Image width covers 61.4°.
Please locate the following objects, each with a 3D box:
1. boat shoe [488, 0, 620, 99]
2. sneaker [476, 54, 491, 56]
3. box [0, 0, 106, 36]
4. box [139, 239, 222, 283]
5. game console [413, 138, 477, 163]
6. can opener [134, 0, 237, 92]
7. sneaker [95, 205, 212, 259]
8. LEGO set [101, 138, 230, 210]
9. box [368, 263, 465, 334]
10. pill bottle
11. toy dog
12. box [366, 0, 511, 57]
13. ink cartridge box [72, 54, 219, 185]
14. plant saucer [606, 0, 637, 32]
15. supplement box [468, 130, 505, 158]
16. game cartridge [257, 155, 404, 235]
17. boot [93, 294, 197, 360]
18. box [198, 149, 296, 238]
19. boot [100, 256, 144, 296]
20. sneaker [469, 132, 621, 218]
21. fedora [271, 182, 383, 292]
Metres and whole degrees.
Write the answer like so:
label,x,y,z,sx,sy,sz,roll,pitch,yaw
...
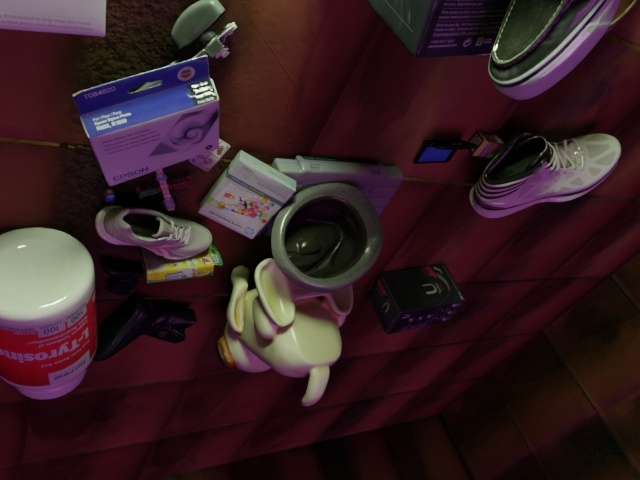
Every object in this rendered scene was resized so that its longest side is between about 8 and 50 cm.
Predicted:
label,x,y,z,sx,sy,sz,roll,pitch,yaw
boat shoe,0.273,-0.318,0.574,0.119,0.121,0.335,12,120,-34
sneaker,0.401,-0.454,1.080,0.278,0.107,0.118,-20,137,-12
box,-0.370,-0.375,0.680,0.180,0.119,0.182,-5,141,-27
box,-0.331,0.042,1.282,0.179,0.105,0.043,-7,136,-25
game console,0.317,-0.219,1.372,0.122,0.107,0.071,-7,114,-26
can opener,-0.257,-0.294,0.922,0.280,0.074,0.093,-37,110,15
sneaker,-0.338,-0.015,1.166,0.262,0.099,0.121,10,171,-42
LEGO set,-0.329,-0.156,1.089,0.244,0.060,0.182,-45,134,19
box,0.329,0.198,1.857,0.270,0.165,0.143,-7,143,-25
pill bottle,-0.613,0.182,1.185,0.228,0.229,0.408,-7,142,-25
toy dog,-0.110,0.238,1.464,0.284,0.396,0.408,-16,174,-38
box,0.159,-0.467,0.689,0.178,0.343,0.313,-10,142,-22
ink cartridge box,-0.281,-0.196,0.922,0.223,0.045,0.224,-23,162,-17
plant saucer,0.543,-0.525,1.023,0.310,0.050,0.311,-16,127,-23
supplement box,0.435,-0.252,1.423,0.083,0.043,0.055,3,138,-34
game cartridge,0.015,-0.105,1.346,0.354,0.068,0.230,-1,136,-31
boot,-0.485,0.261,1.490,0.246,0.094,0.207,-45,138,17
box,-0.165,-0.097,1.202,0.145,0.038,0.186,28,130,-25
boot,-0.491,0.089,1.304,0.121,0.045,0.099,15,133,-44
sneaker,0.637,-0.205,1.454,0.447,0.169,0.257,-22,162,-1
fedora,0.000,0.000,1.279,0.275,0.244,0.124,-35,-175,-24
